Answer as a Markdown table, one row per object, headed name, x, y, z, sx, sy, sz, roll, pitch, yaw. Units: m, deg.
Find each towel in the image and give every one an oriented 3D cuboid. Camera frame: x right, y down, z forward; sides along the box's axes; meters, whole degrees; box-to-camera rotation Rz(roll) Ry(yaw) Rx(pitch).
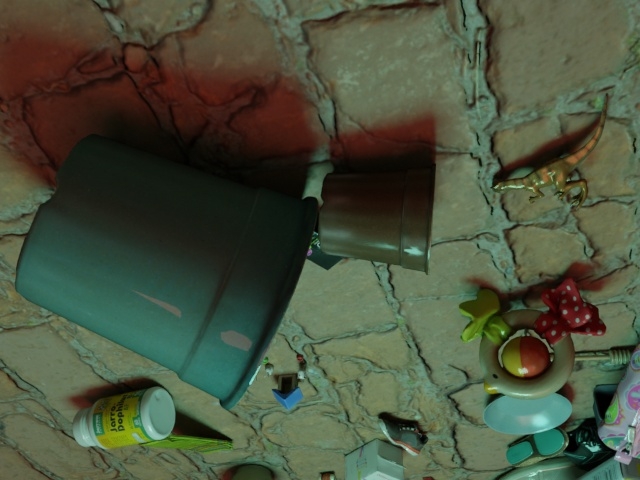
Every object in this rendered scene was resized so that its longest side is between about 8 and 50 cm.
| name | x | y | z | sx | sy | sz | roll | pitch | yaw |
| --- | --- | --- | --- | --- | --- | --- | --- | --- | --- |
| towel | -0.319 | 0.494 | 1.573 | 0.102 | 0.021 | 0.237 | -20 | 152 | 24 |

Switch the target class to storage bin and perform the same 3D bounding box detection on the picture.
| name | x | y | z | sx | sy | sz | roll | pitch | yaw |
| --- | --- | --- | --- | --- | --- | --- | --- | --- | --- |
| storage bin | 0.668 | 0.377 | 1.433 | 0.135 | 0.098 | 0.091 | -5 | 146 | 7 |

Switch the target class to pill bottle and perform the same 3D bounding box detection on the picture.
| name | x | y | z | sx | sy | sz | roll | pitch | yaw |
| --- | --- | --- | --- | --- | --- | --- | --- | --- | --- |
| pill bottle | -0.446 | 0.405 | 1.475 | 0.209 | 0.117 | 0.117 | -15 | 133 | 17 |

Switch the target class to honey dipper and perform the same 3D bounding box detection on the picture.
| name | x | y | z | sx | sy | sz | roll | pitch | yaw |
| --- | --- | --- | --- | --- | --- | --- | --- | --- | --- |
| honey dipper | 0.547 | 0.241 | 1.336 | 0.161 | 0.030 | 0.030 | -4 | 135 | 8 |

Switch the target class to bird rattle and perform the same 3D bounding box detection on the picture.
| name | x | y | z | sx | sy | sz | roll | pitch | yaw |
| --- | --- | --- | --- | --- | --- | --- | --- | --- | --- |
| bird rattle | 0.377 | 0.183 | 1.174 | 0.254 | 0.206 | 0.143 | -2 | 155 | 17 |

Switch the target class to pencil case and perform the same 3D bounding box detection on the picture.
| name | x | y | z | sx | sy | sz | roll | pitch | yaw |
| --- | --- | --- | --- | --- | --- | --- | --- | --- | --- |
| pencil case | 0.644 | 0.298 | 1.273 | 0.124 | 0.124 | 0.284 | 11 | 115 | -9 |

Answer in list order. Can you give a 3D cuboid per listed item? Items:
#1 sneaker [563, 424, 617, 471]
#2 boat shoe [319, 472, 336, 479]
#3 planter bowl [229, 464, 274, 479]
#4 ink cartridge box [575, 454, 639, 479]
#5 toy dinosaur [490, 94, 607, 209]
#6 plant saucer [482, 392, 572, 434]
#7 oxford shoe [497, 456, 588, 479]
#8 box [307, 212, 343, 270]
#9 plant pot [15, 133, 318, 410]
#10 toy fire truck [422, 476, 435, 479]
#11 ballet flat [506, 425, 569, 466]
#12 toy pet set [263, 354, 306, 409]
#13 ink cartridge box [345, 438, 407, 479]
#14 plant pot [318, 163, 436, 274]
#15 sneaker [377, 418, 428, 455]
| name | x | y | z | sx | sy | sz | roll | pitch | yaw |
| --- | --- | --- | --- | --- | --- | --- | --- | --- | --- |
| sneaker | 0.657 | 0.475 | 1.499 | 0.106 | 0.101 | 0.267 | 33 | 145 | -11 |
| boat shoe | 0.036 | 0.683 | 1.796 | 0.043 | 0.049 | 0.137 | -14 | 129 | 13 |
| planter bowl | -0.183 | 0.670 | 1.743 | 0.162 | 0.109 | 0.162 | 1 | 136 | 1 |
| ink cartridge box | 0.730 | 0.582 | 1.459 | 0.307 | 0.072 | 0.303 | 14 | 140 | -3 |
| toy dinosaur | 0.356 | -0.104 | 0.964 | 0.211 | 0.064 | 0.112 | -32 | 125 | 29 |
| plant saucer | 0.462 | 0.375 | 1.470 | 0.195 | 0.037 | 0.195 | 1 | 135 | 1 |
| oxford shoe | 0.652 | 0.641 | 1.675 | 0.449 | 0.130 | 0.169 | -20 | 133 | 23 |
| box | 0.000 | 0.000 | 1.090 | 0.083 | 0.052 | 0.062 | 31 | 130 | -27 |
| plant pot | -0.225 | 0.026 | 0.954 | 0.334 | 0.341 | 0.341 | 23 | 132 | -9 |
| toy fire truck | 0.275 | 0.734 | 1.838 | 0.135 | 0.047 | 0.192 | -13 | 134 | 13 |
| ballet flat | 0.533 | 0.492 | 1.568 | 0.067 | 0.073 | 0.206 | 6 | 149 | -27 |
| toy pet set | -0.087 | 0.306 | 1.398 | 0.122 | 0.065 | 0.114 | -6 | 135 | 9 |
| ink cartridge box | 0.141 | 0.572 | 1.646 | 0.092 | 0.089 | 0.143 | 30 | 128 | -26 |
| plant pot | 0.087 | -0.037 | 0.984 | 0.165 | 0.167 | 0.167 | 4 | 136 | 10 |
| sneaker | 0.199 | 0.454 | 1.561 | 0.065 | 0.061 | 0.158 | -47 | 123 | 7 |
